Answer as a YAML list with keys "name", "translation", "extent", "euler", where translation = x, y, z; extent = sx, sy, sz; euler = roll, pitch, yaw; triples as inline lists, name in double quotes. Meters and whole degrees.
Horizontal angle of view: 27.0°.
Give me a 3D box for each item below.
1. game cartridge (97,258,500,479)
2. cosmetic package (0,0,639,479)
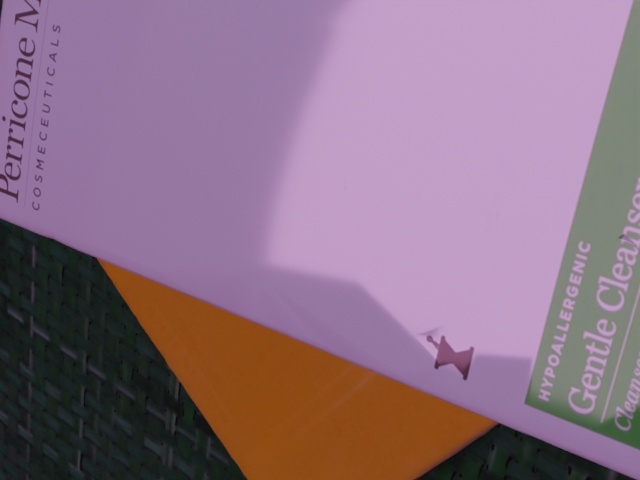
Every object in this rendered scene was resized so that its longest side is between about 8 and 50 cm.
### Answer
- name: "game cartridge"
  translation: [0.000, 0.000, 0.758]
  extent: [0.285, 0.053, 0.324]
  euler: [55, 137, 9]
- name: "cosmetic package"
  translation: [0.053, -0.056, 0.551]
  extent: [0.366, 0.155, 0.196]
  euler: [18, 110, 23]
